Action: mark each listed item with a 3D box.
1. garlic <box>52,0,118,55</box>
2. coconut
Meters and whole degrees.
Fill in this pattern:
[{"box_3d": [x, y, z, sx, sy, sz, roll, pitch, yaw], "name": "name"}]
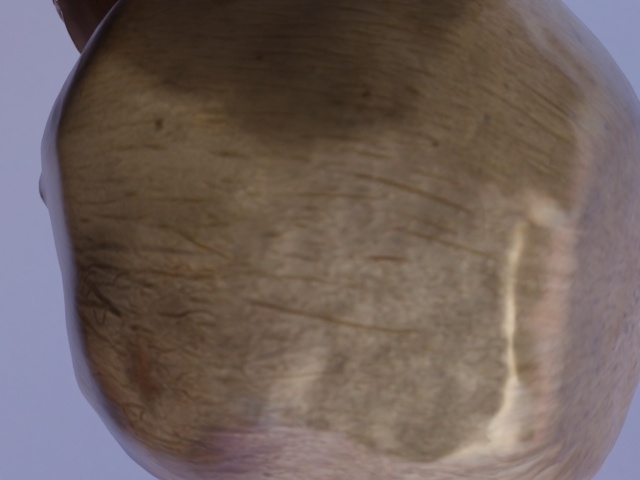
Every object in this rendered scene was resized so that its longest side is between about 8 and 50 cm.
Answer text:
[{"box_3d": [-0.004, -0.167, 0.736, 0.257, 0.207, 0.207, -11, -139, 38], "name": "garlic"}, {"box_3d": [0.000, 0.000, 0.557, 0.224, 0.224, 0.224, -27, -146, 20], "name": "coconut"}]
